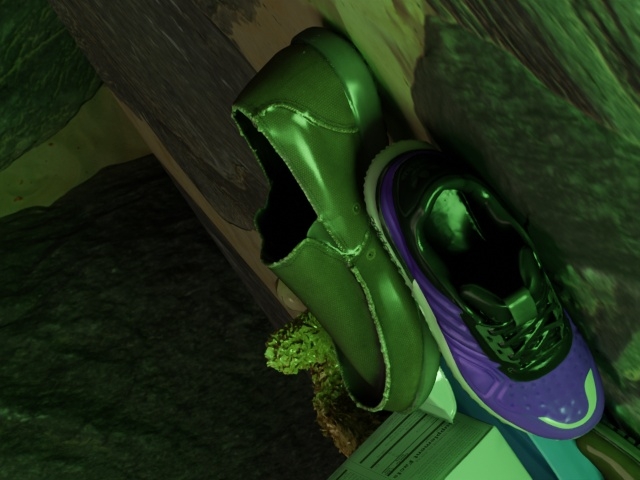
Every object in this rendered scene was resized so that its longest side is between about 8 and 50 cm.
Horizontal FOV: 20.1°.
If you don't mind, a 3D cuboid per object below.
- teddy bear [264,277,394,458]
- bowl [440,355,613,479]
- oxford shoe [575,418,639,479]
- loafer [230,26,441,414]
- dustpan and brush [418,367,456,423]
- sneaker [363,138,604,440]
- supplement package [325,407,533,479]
[{"bbox_3d":[0.034,0.137,1.988,0.113,0.245,0.338,-29,91,39],"label":"teddy bear"},{"bbox_3d":[0.167,0.134,1.779,0.391,0.077,0.391,50,172,10],"label":"bowl"},{"bbox_3d":[0.287,0.254,1.579,0.227,0.096,0.083,53,174,-1],"label":"oxford shoe"},{"bbox_3d":[0.000,0.000,1.569,0.134,0.130,0.366,25,136,58],"label":"loafer"},{"bbox_3d":[0.049,0.073,1.728,0.211,0.060,0.147,48,165,-27],"label":"dustpan and brush"},{"bbox_3d":[0.143,0.054,1.446,0.293,0.102,0.146,53,171,-15],"label":"sneaker"},{"bbox_3d":[0.126,0.321,1.767,0.262,0.204,0.145,55,161,-26],"label":"supplement package"}]
